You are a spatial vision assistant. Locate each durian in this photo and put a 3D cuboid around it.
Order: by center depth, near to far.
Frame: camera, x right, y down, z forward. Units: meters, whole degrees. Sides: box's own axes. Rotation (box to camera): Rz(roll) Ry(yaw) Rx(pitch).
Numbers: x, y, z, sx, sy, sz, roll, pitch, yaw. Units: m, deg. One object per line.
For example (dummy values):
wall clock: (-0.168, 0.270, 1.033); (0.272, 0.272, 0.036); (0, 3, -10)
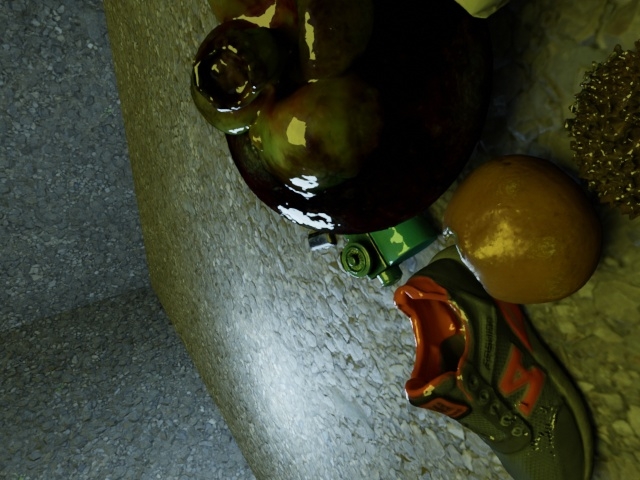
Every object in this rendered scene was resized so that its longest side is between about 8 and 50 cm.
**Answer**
durian: (0.268, -0.075, 0.328); (0.188, 0.091, 0.148); (58, 146, 18)

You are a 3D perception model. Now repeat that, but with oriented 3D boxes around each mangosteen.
mangosteen: (0.020, -0.165, 0.456); (0.330, 0.330, 0.330); (32, 131, 46)

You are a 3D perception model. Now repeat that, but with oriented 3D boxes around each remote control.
remote control: (0.000, 0.000, 0.857); (0.096, 0.014, 0.039); (-14, 93, 60)

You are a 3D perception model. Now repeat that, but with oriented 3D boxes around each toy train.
toy train: (0.073, -0.057, 0.647); (0.159, 0.101, 0.248); (-45, 67, 41)

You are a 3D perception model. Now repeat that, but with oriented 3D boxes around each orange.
orange: (0.195, -0.010, 0.425); (0.156, 0.134, 0.156); (160, 90, -89)

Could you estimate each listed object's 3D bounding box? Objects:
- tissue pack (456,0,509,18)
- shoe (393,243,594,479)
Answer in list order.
tissue pack: (0.118, -0.409, 0.214); (0.332, 0.205, 0.405); (42, 147, 4)
shoe: (0.188, 0.176, 0.502); (0.132, 0.171, 0.336); (-40, 71, 56)
